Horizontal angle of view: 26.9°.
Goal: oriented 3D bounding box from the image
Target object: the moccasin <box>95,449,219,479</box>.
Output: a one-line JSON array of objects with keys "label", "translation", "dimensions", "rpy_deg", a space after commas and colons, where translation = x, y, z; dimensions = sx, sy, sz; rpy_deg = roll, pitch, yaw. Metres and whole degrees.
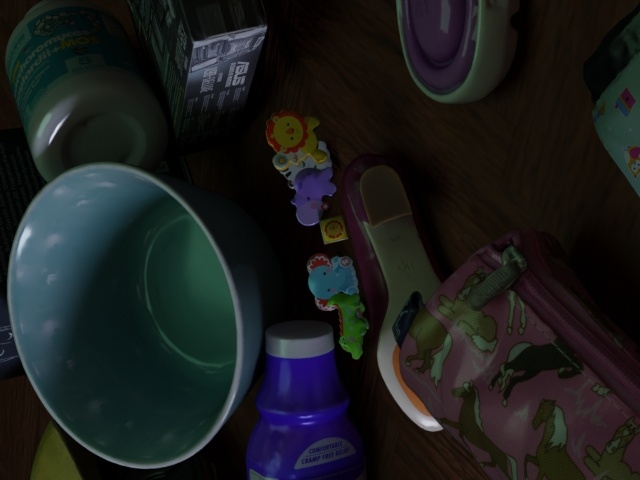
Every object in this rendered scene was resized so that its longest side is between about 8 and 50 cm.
[{"label": "moccasin", "translation": [-0.201, 0.293, 1.649], "dimensions": [0.147, 0.139, 0.380], "rpy_deg": [53, 170, -34]}]

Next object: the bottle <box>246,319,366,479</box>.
[{"label": "bottle", "translation": [-0.013, 0.222, 1.319], "dimensions": [0.092, 0.118, 0.283], "rpy_deg": [18, 113, 58]}]

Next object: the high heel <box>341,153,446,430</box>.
[{"label": "high heel", "translation": [0.069, 0.043, 1.185], "dimensions": [0.117, 0.082, 0.244], "rpy_deg": [-115, 6, -83]}]

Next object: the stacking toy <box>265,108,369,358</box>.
[{"label": "stacking toy", "translation": [0.000, 0.000, 1.214], "dimensions": [0.167, 0.052, 0.221], "rpy_deg": [49, -153, -85]}]

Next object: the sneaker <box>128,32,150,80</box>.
[{"label": "sneaker", "translation": [-0.223, -0.194, 1.617], "dimensions": [0.053, 0.059, 0.144], "rpy_deg": [52, 141, 36]}]

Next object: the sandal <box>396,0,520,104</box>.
[{"label": "sandal", "translation": [0.068, -0.311, 1.026], "dimensions": [0.169, 0.102, 0.417], "rpy_deg": [-15, 85, 60]}]

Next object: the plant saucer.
[{"label": "plant saucer", "translation": [-0.243, 0.415, 1.641], "dimensions": [0.333, 0.081, 0.333], "rpy_deg": [58, 174, 27]}]

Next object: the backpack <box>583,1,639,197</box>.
[{"label": "backpack", "translation": [0.241, -0.064, 0.787], "dimensions": [0.182, 0.115, 0.152], "rpy_deg": [64, 144, 22]}]

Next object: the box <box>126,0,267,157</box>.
[{"label": "box", "translation": [-0.139, -0.251, 1.355], "dimensions": [0.307, 0.076, 0.243], "rpy_deg": [119, 135, -70]}]

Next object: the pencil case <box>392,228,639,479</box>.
[{"label": "pencil case", "translation": [0.206, 0.153, 0.876], "dimensions": [0.160, 0.167, 0.386], "rpy_deg": [-51, 47, 12]}]

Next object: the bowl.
[{"label": "bowl", "translation": [-0.157, 0.062, 1.389], "dimensions": [0.311, 0.163, 0.312], "rpy_deg": [8, 105, 33]}]

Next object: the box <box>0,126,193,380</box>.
[{"label": "box", "translation": [-0.374, 0.024, 1.608], "dimensions": [0.293, 0.395, 0.212], "rpy_deg": [-47, 58, 54]}]

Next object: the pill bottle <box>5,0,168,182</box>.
[{"label": "pill bottle", "translation": [-0.266, -0.170, 1.478], "dimensions": [0.264, 0.146, 0.146], "rpy_deg": [-120, 34, -49]}]
